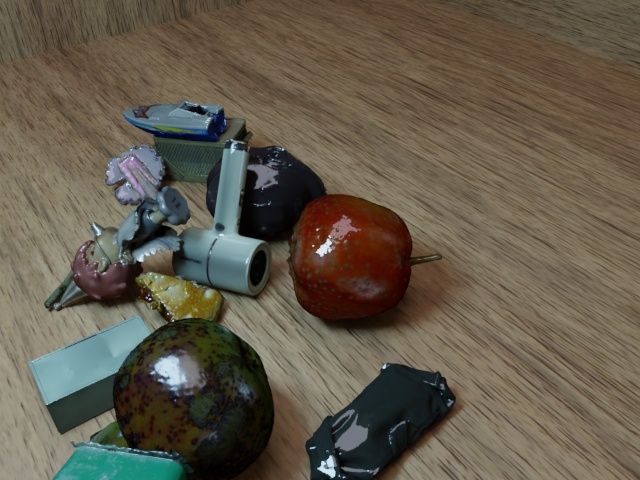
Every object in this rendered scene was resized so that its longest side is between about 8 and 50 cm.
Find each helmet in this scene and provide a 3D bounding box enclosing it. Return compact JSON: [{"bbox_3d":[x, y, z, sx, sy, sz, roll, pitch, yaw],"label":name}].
[{"bbox_3d":[-0.155,-0.106,1.596,0.305,0.225,0.177,17,47,25],"label":"helmet"}]

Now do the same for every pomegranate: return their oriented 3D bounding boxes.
[{"bbox_3d":[-0.251,0.291,1.080,0.340,0.285,0.285,-34,38,8],"label":"pomegranate"}]

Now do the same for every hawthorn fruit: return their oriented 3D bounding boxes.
[{"bbox_3d":[0.093,0.034,1.365,0.330,0.287,0.287,2,37,-3],"label":"hawthorn fruit"}]

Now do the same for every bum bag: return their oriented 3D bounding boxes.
[{"bbox_3d":[0.098,0.320,1.136,0.326,0.080,0.142,-29,51,-34],"label":"bum bag"}]

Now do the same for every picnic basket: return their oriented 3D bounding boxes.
[{"bbox_3d":[-0.340,-0.269,1.894,0.266,0.139,0.165,6,38,12],"label":"picnic basket"}]

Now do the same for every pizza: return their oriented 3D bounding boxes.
[{"bbox_3d":[-0.317,0.137,1.386,0.193,0.069,0.154,32,44,4],"label":"pizza"}]

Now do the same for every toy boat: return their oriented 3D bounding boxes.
[{"bbox_3d":[-0.421,-0.344,1.809,0.295,0.088,0.129,8,39,13],"label":"toy boat"}]

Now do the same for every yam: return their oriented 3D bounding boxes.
[{"bbox_3d":[-0.592,0.084,1.541,0.029,0.027,0.234,6,36,11],"label":"yam"}]

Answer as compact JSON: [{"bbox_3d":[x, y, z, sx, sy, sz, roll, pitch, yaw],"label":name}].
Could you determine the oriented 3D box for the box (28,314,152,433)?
[{"bbox_3d":[-0.426,0.253,1.255,0.225,0.086,0.129,-24,41,-25],"label":"box"}]

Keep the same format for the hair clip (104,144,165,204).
[{"bbox_3d":[-0.481,-0.146,1.777,0.173,0.069,0.300,-38,55,-7],"label":"hair clip"}]

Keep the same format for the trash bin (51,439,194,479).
[{"bbox_3d":[-0.317,0.459,0.823,0.259,0.295,0.381,4,32,9],"label":"trash bin"}]

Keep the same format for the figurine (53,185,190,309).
[{"bbox_3d":[-0.453,0.025,1.434,0.386,0.166,0.207,-34,18,18],"label":"figurine"}]

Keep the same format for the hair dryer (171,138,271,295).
[{"bbox_3d":[-0.206,-0.071,1.467,0.203,0.362,0.128,11,6,20],"label":"hair dryer"}]
